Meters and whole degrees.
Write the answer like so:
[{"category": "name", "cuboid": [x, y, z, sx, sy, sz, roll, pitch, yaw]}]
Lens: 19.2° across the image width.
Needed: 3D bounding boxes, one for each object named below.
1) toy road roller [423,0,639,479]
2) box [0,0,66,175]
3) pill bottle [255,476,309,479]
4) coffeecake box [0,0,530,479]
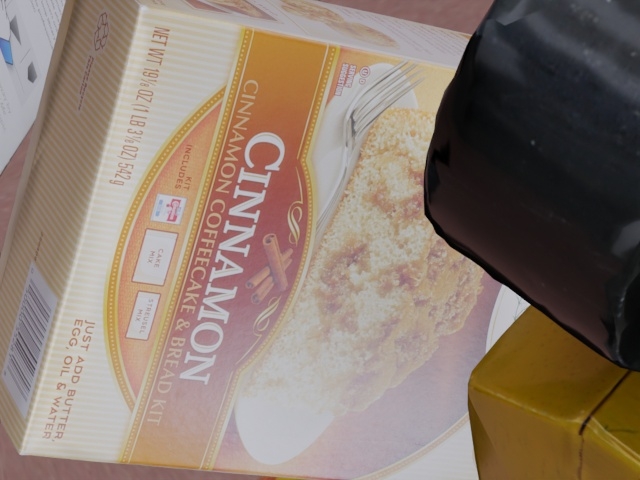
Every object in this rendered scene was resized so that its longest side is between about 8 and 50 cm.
[{"category": "toy road roller", "cuboid": [0.179, 0.016, 0.424, 0.202, 0.329, 0.240, 37, 68, 25]}, {"category": "box", "cuboid": [-0.185, -0.174, 0.911, 0.058, 0.322, 0.232, -10, 115, 14]}, {"category": "pill bottle", "cuboid": [0.065, 0.125, 0.888, 0.245, 0.136, 0.136, -37, 97, -3]}, {"category": "coffeecake box", "cuboid": [0.000, 0.000, 0.605, 0.185, 0.068, 0.142, 8, 109, -27]}]
